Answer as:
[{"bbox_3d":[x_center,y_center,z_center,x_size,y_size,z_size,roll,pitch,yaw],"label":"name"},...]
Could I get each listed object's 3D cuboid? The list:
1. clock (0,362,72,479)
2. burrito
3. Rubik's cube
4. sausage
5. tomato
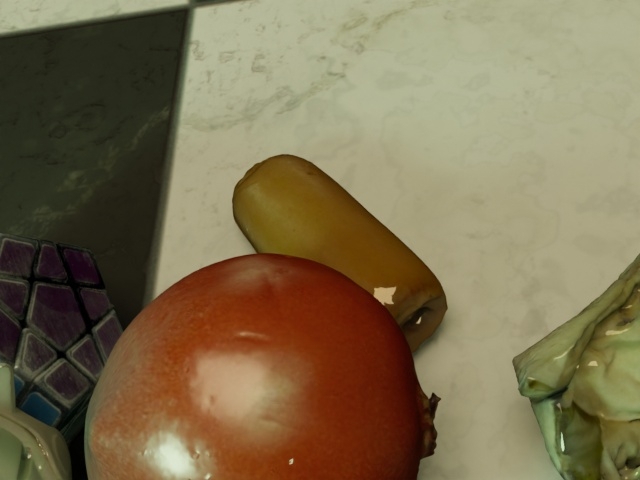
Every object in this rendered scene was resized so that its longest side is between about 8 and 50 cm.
[{"bbox_3d":[-0.361,0.257,0.776,0.265,0.324,0.108,4,21,-16],"label":"clock"},{"bbox_3d":[0.330,0.103,0.843,0.332,0.190,0.135,-33,20,-12],"label":"burrito"},{"bbox_3d":[-0.368,0.121,0.927,0.319,0.319,0.264,-23,29,-2],"label":"Rubik's cube"},{"bbox_3d":[-0.002,-0.003,1.020,0.134,0.116,0.354,-44,53,-4],"label":"sausage"},{"bbox_3d":[-0.061,0.169,0.786,0.321,0.321,0.321,-7,55,10],"label":"tomato"}]
